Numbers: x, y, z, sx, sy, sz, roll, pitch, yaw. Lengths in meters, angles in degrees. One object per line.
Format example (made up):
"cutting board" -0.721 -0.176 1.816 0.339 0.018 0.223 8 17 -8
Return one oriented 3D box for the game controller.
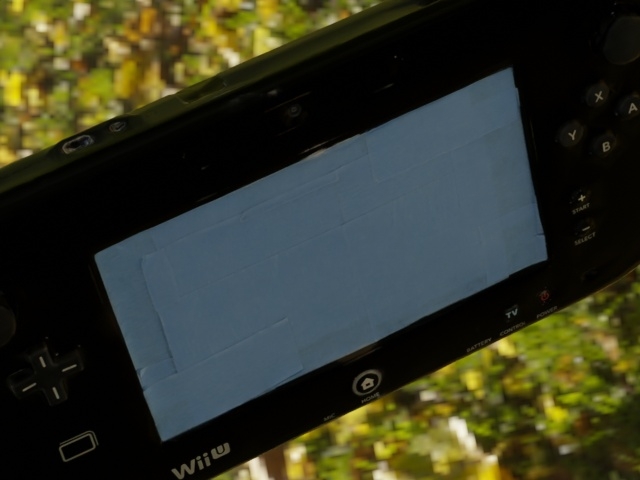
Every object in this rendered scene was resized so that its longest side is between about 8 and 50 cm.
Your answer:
"game controller" 0.000 0.000 0.755 0.067 0.319 0.166 47 159 57
